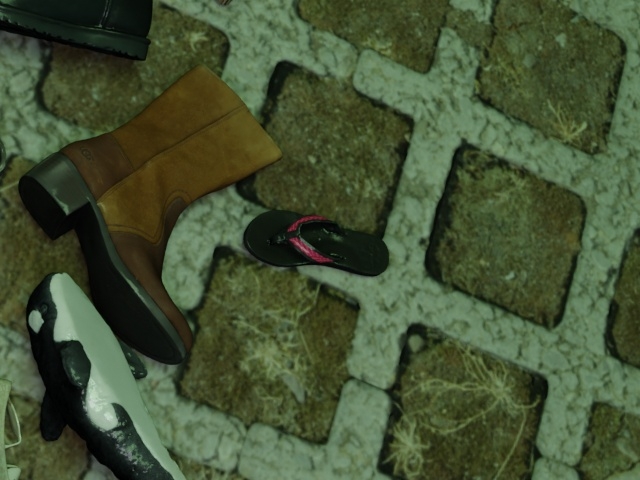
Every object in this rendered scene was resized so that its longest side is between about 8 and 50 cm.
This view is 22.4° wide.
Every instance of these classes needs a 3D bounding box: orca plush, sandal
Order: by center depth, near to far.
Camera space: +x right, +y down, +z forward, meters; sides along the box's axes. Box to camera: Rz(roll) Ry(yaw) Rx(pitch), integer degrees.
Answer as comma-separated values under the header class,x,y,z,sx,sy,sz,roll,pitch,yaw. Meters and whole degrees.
class,x,y,z,sx,sy,sz,roll,pitch,yaw
orca plush,-0.233,0.179,1.658,0.287,0.102,0.151,55,16,-9
sandal,0.000,0.000,1.825,0.179,0.040,0.067,9,69,-20

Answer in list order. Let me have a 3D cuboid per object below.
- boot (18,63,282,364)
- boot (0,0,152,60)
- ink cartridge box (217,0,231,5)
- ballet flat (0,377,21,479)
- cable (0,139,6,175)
class,x,y,z,sx,sy,sz,roll,pitch,yaw
boot,-0.151,-0.031,1.766,0.280,0.096,0.264,-35,80,-36
boot,-0.278,-0.320,1.753,0.246,0.094,0.207,10,90,-27
ink cartridge box,-0.092,-0.425,1.911,0.193,0.088,0.234,46,60,-1
ballet flat,-0.321,0.214,1.606,0.052,0.057,0.168,5,70,-32
cable,-0.445,-0.164,1.660,0.139,0.072,0.287,-34,77,-30
